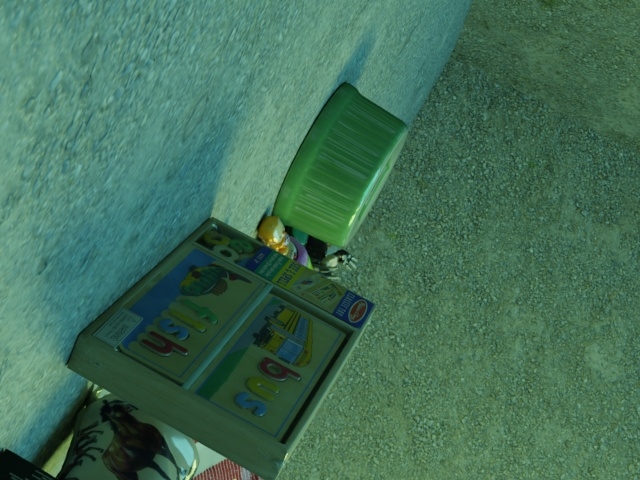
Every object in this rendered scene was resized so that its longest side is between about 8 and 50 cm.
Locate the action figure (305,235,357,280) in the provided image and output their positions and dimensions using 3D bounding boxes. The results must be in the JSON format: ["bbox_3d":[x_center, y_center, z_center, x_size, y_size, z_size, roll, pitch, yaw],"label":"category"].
[{"bbox_3d":[0.000,0.000,2.408,0.099,0.185,0.285,84,25,-55],"label":"action figure"}]

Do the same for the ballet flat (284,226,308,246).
[{"bbox_3d":[-0.046,-0.038,2.333,0.203,0.074,0.074,-65,180,-53],"label":"ballet flat"}]

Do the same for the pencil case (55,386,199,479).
[{"bbox_3d":[-0.294,0.374,1.353,0.160,0.183,0.410,-39,-160,48],"label":"pencil case"}]

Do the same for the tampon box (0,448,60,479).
[{"bbox_3d":[-0.336,0.328,1.197,0.161,0.101,0.120,-56,172,-38],"label":"tampon box"}]

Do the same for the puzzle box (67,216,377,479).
[{"bbox_3d":[-0.102,0.117,1.431,0.052,0.272,0.409,-64,175,26],"label":"puzzle box"}]

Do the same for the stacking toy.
[{"bbox_3d":[-0.077,0.050,2.171,0.302,0.165,0.175,85,22,-54],"label":"stacking toy"}]

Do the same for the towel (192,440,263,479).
[{"bbox_3d":[-0.171,0.306,1.778,0.237,0.037,0.329,-20,109,-57],"label":"towel"}]

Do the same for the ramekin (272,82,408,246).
[{"bbox_3d":[0.045,-0.135,2.190,0.303,0.148,0.303,-61,175,-10],"label":"ramekin"}]
